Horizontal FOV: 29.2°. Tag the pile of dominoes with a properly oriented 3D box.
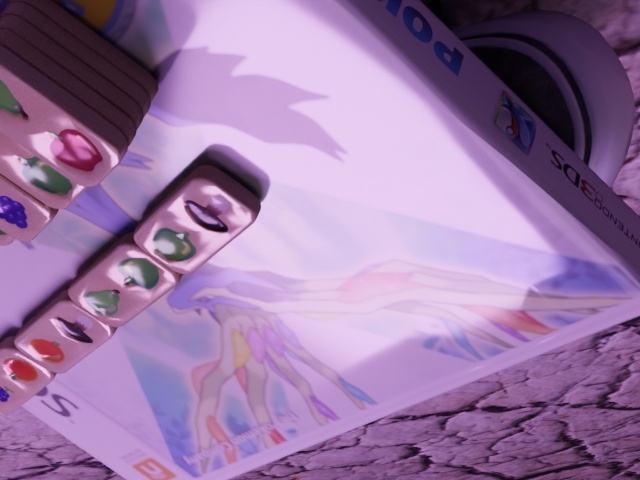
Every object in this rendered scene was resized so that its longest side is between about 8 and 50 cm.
[{"bbox_3d":[-0.161,-0.011,0.491,0.196,0.040,0.251,36,137,-17],"label":"pile of dominoes"}]

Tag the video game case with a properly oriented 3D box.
[{"bbox_3d":[-0.081,-0.015,0.510,0.300,0.036,0.329,40,135,-21],"label":"video game case"}]

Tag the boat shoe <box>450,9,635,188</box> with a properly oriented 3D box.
[{"bbox_3d":[0.000,0.000,0.604,0.119,0.121,0.335,-20,172,-44],"label":"boat shoe"}]
